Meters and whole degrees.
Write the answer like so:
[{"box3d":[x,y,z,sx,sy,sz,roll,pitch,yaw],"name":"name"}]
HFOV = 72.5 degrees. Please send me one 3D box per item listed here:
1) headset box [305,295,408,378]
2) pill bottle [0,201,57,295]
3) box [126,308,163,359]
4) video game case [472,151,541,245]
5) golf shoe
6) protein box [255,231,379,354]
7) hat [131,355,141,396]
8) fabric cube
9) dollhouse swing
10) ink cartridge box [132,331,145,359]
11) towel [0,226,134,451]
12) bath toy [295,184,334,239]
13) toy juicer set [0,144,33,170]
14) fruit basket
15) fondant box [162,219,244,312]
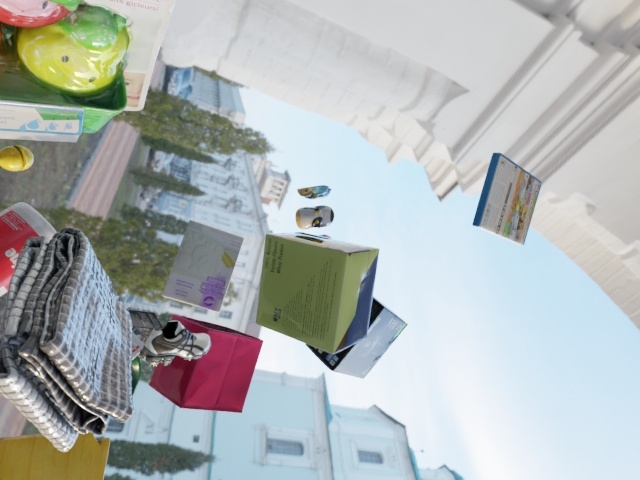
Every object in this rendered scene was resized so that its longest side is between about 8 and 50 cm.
[{"box3d":[0.127,0.300,1.399,0.131,0.283,0.246,39,-91,33],"name":"headset box"},{"box3d":[-1.111,0.071,1.461,0.408,0.229,0.229,-47,-176,-34],"name":"pill bottle"},{"box3d":[-0.630,0.313,1.421,0.093,0.158,0.156,43,-80,32],"name":"box"},{"box3d":[0.314,-0.063,0.725,0.015,0.166,0.119,17,-88,49],"name":"video game case"},{"box3d":[-0.331,0.237,1.050,0.077,0.198,0.094,23,-80,26],"name":"golf shoe"},{"box3d":[-0.007,0.097,0.913,0.201,0.136,0.200,12,-81,33],"name":"protein box"},{"box3d":[-0.672,0.411,1.331,0.173,0.183,0.209,-78,-179,-61],"name":"hat"},{"box3d":[-0.397,0.430,1.535,0.254,0.259,0.258,4,-106,45],"name":"fabric cube"},{"box3d":[-0.784,0.625,1.066,0.304,0.347,0.315,-5,-109,28],"name":"dollhouse swing"},{"box3d":[-0.607,0.287,1.223,0.045,0.179,0.145,-13,-152,52],"name":"ink cartridge box"},{"box3d":[-0.393,0.148,0.702,0.284,0.121,0.235,-117,-163,-47],"name":"towel"},{"box3d":[0.000,0.000,1.394,0.129,0.151,0.348,3,-78,54],"name":"bath toy"},{"box3d":[-0.646,-0.256,0.894,0.329,0.209,0.089,-41,-157,-24],"name":"toy juicer set"},{"box3d":[-0.323,-0.234,0.450,0.353,0.327,0.166,-20,-103,55],"name":"fruit basket"},{"box3d":[-0.484,0.110,1.828,0.096,0.238,0.330,157,-49,-75],"name":"fondant box"}]
